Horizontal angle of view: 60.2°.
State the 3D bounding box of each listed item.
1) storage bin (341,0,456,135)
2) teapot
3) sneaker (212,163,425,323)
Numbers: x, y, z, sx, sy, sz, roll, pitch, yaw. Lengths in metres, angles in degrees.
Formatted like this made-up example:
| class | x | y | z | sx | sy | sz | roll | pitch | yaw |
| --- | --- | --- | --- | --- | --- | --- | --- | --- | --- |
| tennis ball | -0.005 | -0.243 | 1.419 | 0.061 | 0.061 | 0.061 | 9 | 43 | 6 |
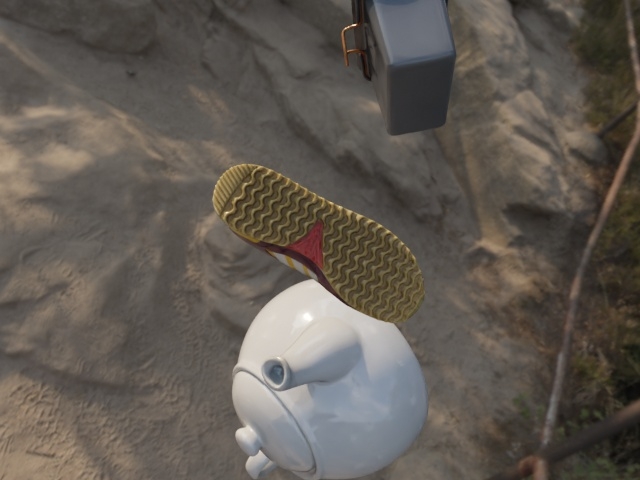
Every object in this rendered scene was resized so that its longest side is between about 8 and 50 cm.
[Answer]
| class | x | y | z | sx | sy | sz | roll | pitch | yaw |
| --- | --- | --- | --- | --- | --- | --- | --- | --- | --- |
| storage bin | 0.072 | -0.159 | 0.487 | 0.098 | 0.135 | 0.090 | -10 | 67 | 3 |
| teapot | -0.016 | 0.183 | 0.641 | 0.187 | 0.253 | 0.255 | -33 | 110 | -29 |
| sneaker | 0.000 | 0.000 | 0.446 | 0.186 | 0.069 | 0.084 | 35 | -3 | -8 |
